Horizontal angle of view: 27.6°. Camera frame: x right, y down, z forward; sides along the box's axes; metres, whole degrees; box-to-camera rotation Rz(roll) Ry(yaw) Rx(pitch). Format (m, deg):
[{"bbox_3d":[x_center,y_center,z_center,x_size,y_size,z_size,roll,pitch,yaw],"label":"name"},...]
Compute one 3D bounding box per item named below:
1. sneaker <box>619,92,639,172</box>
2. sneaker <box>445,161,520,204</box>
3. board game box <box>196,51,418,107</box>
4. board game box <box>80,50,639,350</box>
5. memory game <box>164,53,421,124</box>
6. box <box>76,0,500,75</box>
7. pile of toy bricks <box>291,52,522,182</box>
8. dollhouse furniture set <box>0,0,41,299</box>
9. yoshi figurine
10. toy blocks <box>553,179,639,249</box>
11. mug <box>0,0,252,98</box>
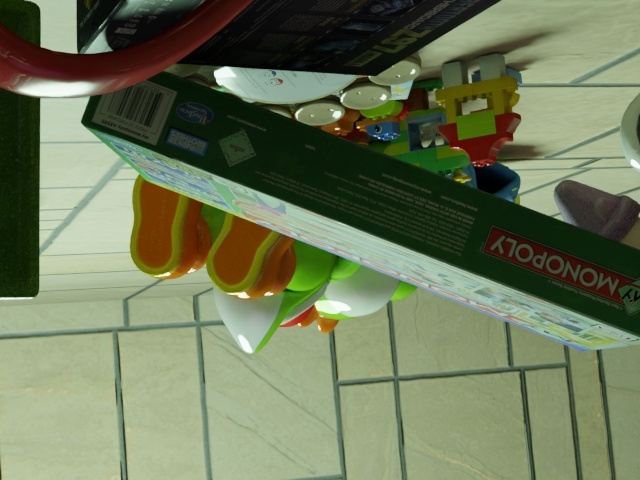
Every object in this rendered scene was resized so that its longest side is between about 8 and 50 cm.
[{"bbox_3d":[0.384,-0.111,1.017,0.296,0.104,0.147,-8,173,-21],"label":"sneaker"},{"bbox_3d":[0.106,-0.056,1.413,0.240,0.091,0.126,-3,155,-12],"label":"sneaker"},{"bbox_3d":[-0.010,-0.120,0.940,0.154,0.026,0.103,-5,173,-1],"label":"board game box"},{"bbox_3d":[0.033,-0.014,0.771,0.317,0.046,0.213,21,174,4],"label":"board game box"},{"bbox_3d":[-0.022,-0.117,0.855,0.186,0.012,0.186,-4,159,-2],"label":"memory game"},{"bbox_3d":[-0.006,-0.139,0.638,0.183,0.059,0.233,1,172,-22],"label":"box"},{"bbox_3d":[0.073,-0.074,1.056,0.212,0.105,0.118,-8,172,28],"label":"pile of toy bricks"},{"bbox_3d":[-0.311,-0.054,0.619,0.301,0.151,0.197,3,-179,-45],"label":"dollhouse furniture set"},{"bbox_3d":[0.000,-0.028,1.207,0.203,0.203,0.362,-33,160,24],"label":"yoshi figurine"},{"bbox_3d":[0.300,-0.096,0.793,0.309,0.260,0.288,-49,-176,-12],"label":"toy blocks"},{"bbox_3d":[-0.063,-0.126,0.403,0.169,0.150,0.113,-6,-161,-33],"label":"mug"}]
